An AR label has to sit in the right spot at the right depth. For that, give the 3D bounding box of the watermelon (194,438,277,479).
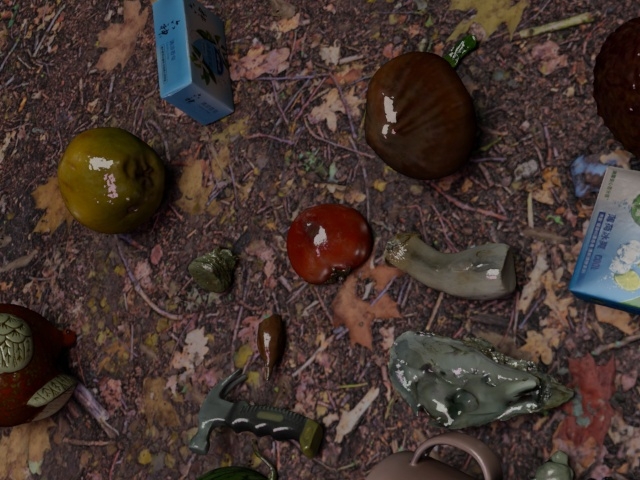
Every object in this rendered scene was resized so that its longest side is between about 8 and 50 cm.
[{"bbox_3d":[-0.164,0.464,1.552,0.232,0.127,0.204,-44,52,6],"label":"watermelon"}]

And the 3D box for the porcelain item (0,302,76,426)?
[{"bbox_3d":[-0.593,0.237,1.878,0.253,0.253,0.253,-11,68,29],"label":"porcelain item"}]

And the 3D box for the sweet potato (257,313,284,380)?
[{"bbox_3d":[-0.089,0.187,1.644,0.049,0.049,0.117,-11,64,29],"label":"sweet potato"}]

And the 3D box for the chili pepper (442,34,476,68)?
[{"bbox_3d":[0.234,-0.319,1.631,0.091,0.034,0.030,-43,89,12],"label":"chili pepper"}]

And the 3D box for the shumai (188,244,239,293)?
[{"bbox_3d":[-0.193,0.045,1.762,0.083,0.082,0.080,25,49,8],"label":"shumai"}]

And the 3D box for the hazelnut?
[{"bbox_3d":[0.150,-0.195,1.537,0.210,0.210,0.186,-67,15,-4],"label":"hazelnut"}]

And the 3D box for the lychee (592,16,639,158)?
[{"bbox_3d":[0.503,-0.209,1.288,0.260,0.260,0.261,-11,68,29],"label":"lychee"}]

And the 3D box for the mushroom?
[{"bbox_3d":[0.200,0.040,1.495,0.223,0.081,0.092,9,97,37],"label":"mushroom"}]

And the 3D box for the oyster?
[{"bbox_3d":[0.219,0.199,1.420,0.252,0.087,0.199,-34,68,27],"label":"oyster"}]

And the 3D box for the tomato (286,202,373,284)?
[{"bbox_3d":[0.000,0.000,1.628,0.159,0.091,0.139,-27,60,25],"label":"tomato"}]

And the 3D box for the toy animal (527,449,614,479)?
[{"bbox_3d":[0.350,0.391,1.273,0.121,0.094,0.225,-32,60,30],"label":"toy animal"}]

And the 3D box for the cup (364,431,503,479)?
[{"bbox_3d":[0.164,0.378,1.314,0.200,0.191,0.253,24,114,39],"label":"cup"}]

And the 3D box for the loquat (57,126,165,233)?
[{"bbox_3d":[-0.427,-0.118,1.878,0.246,0.213,0.213,-6,70,40],"label":"loquat"}]

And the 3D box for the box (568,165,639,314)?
[{"bbox_3d":[0.454,0.005,1.346,0.139,0.073,0.194,14,82,36],"label":"box"}]

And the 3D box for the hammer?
[{"bbox_3d":[-0.101,0.305,1.598,0.226,0.041,0.159,8,59,27],"label":"hammer"}]

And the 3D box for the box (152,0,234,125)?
[{"bbox_3d":[-0.253,-0.364,1.884,0.083,0.142,0.232,-20,63,25],"label":"box"}]
